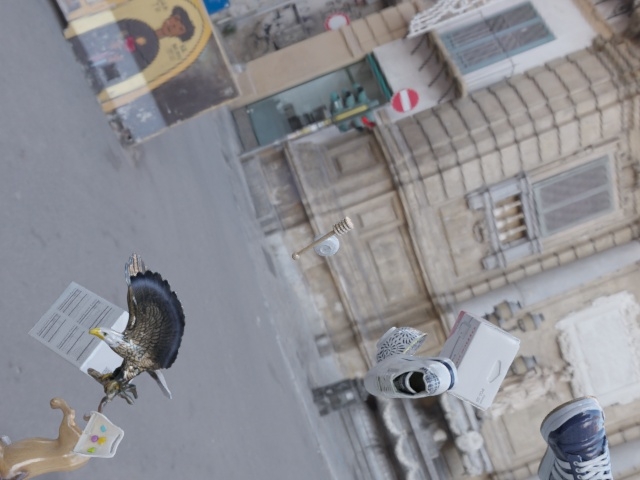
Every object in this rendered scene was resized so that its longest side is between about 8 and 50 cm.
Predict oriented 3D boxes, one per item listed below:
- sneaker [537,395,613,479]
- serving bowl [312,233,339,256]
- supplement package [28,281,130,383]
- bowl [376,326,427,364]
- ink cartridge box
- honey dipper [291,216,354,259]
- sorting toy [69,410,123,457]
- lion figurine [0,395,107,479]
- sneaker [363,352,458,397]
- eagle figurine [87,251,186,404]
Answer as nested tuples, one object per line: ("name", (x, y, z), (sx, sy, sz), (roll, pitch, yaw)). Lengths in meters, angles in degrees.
("sneaker", (0.408, 0.362, 0.934), (0.153, 0.099, 0.282), (-109, -177, -46))
("serving bowl", (0.016, 0.019, 1.884), (0.027, 0.083, 0.083), (-88, 161, -51))
("supplement package", (-0.664, 0.288, 1.819), (0.262, 0.198, 0.199), (20, -26, 33))
("bowl", (0.203, 0.286, 1.662), (0.080, 0.170, 0.170), (45, -7, 20))
("ink cartridge box", (0.418, 0.317, 1.687), (0.117, 0.207, 0.283), (26, 1, 3))
("honey dipper", (0.000, 0.000, 1.329), (0.030, 0.160, 0.030), (44, 27, -29))
("sorting toy", (-0.413, 0.376, 1.162), (0.045, 0.075, 0.083), (81, 25, -52))
("lion figurine", (-0.678, 0.516, 1.465), (0.240, 0.392, 0.142), (49, -27, 49))
("sneaker", (0.161, 0.282, 1.252), (0.235, 0.094, 0.090), (-23, -98, 47))
("eagle figurine", (-0.397, 0.201, 1.350), (0.226, 0.298, 0.225), (25, -6, 15))
